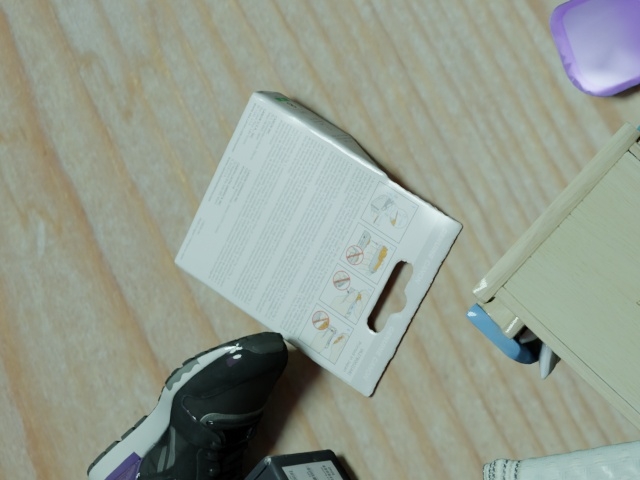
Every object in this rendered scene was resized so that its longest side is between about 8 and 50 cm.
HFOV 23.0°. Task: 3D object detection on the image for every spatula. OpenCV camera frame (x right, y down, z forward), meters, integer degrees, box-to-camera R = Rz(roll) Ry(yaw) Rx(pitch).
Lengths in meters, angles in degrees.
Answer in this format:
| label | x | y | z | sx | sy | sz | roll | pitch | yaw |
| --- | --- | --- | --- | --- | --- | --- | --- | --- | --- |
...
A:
| label | x | y | z | sx | sy | sz | roll | pitch | yaw |
| --- | --- | --- | --- | --- | --- | --- | --- | --- | --- |
| spatula | 0.300 | -0.191 | 1.128 | 0.296 | 0.030 | 0.084 | -27 | 72 | 36 |

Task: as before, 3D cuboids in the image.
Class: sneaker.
| label | x | y | z | sx | sy | sz | roll | pitch | yaw |
| --- | --- | --- | --- | --- | --- | --- | --- | --- | --- |
| sneaker | -0.095 | 0.192 | 1.399 | 0.283 | 0.107 | 0.124 | -49 | 61 | 40 |

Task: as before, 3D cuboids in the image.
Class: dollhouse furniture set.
| label | x | y | z | sx | sy | sz | roll | pitch | yaw |
| --- | --- | --- | --- | --- | --- | --- | --- | --- | --- |
| dollhouse furniture set | 0.264 | 0.011 | 1.045 | 0.198 | 0.303 | 0.286 | 43 | 98 | 8 |

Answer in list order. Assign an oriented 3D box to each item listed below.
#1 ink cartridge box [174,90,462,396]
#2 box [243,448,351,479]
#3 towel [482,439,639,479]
| label | x | y | z | sx | sy | sz | roll | pitch | yaw |
| --- | --- | --- | --- | --- | --- | --- | --- | --- | --- |
| ink cartridge box | 0.000 | 0.000 | 1.373 | 0.225 | 0.056 | 0.181 | 33 | 109 | 17 |
| box | -0.007 | 0.424 | 1.309 | 0.318 | 0.097 | 0.395 | -51 | 58 | 30 |
| towel | 0.271 | 0.273 | 1.012 | 0.324 | 0.056 | 0.312 | -10 | 69 | 18 |
